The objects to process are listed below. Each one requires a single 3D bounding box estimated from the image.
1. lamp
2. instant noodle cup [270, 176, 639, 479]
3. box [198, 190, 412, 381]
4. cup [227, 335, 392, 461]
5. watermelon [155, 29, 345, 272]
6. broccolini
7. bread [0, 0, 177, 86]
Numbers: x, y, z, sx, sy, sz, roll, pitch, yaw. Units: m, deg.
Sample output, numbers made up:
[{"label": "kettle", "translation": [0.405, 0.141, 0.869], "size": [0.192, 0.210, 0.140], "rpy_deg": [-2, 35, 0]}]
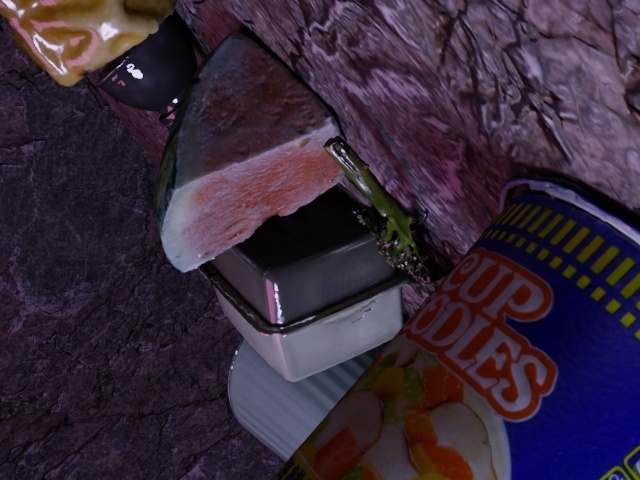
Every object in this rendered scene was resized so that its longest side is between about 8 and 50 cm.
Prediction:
[{"label": "lamp", "translation": [-0.177, -0.191, 1.326], "size": [0.227, 0.147, 0.172], "rpy_deg": [43, -173, -21]}, {"label": "instant noodle cup", "translation": [0.124, 0.158, 0.687], "size": [0.284, 0.312, 0.284], "rpy_deg": [47, 172, 8]}, {"label": "box", "translation": [-0.029, 0.042, 1.286], "size": [0.290, 0.221, 0.166], "rpy_deg": [37, 144, 55]}, {"label": "cup", "translation": [0.103, 0.265, 1.581], "size": [0.392, 0.401, 0.310], "rpy_deg": [34, 131, 49]}, {"label": "watermelon", "translation": [-0.076, -0.087, 1.087], "size": [0.201, 0.261, 0.213], "rpy_deg": [18, 161, 10]}, {"label": "broccolini", "translation": [0.053, -0.043, 1.002], "size": [0.123, 0.062, 0.271], "rpy_deg": [24, 165, 34]}, {"label": "bread", "translation": [-0.313, -0.328, 1.124], "size": [0.252, 0.196, 0.238], "rpy_deg": [49, 173, -24]}]
